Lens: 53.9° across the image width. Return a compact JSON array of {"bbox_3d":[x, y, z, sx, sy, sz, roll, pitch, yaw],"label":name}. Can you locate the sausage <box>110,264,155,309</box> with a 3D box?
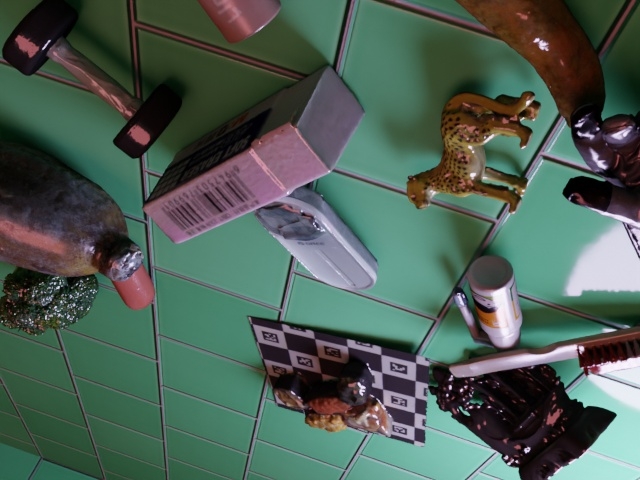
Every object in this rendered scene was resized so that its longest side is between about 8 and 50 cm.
[{"bbox_3d":[-0.340,0.061,1.115,0.062,0.062,0.154,7,139,16],"label":"sausage"}]

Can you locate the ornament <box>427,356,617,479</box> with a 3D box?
[{"bbox_3d":[0.315,0.276,1.059,0.260,0.106,0.251,42,143,18],"label":"ornament"}]

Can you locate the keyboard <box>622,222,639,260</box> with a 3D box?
[{"bbox_3d":[0.411,0.002,0.762,0.064,0.010,0.198,-16,129,34],"label":"keyboard"}]

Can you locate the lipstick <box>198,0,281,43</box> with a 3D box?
[{"bbox_3d":[-0.135,-0.310,0.589,0.070,0.070,0.254,-13,131,34],"label":"lipstick"}]

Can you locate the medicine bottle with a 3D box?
[{"bbox_3d":[0.245,0.104,0.915,0.092,0.061,0.220,10,148,31],"label":"medicine bottle"}]

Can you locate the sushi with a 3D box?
[{"bbox_3d":[0.033,0.309,1.227,0.343,0.064,0.359,11,140,17],"label":"sushi"}]

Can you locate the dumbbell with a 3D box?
[{"bbox_3d":[-0.271,-0.194,0.760,0.191,0.100,0.100,39,137,-22],"label":"dumbbell"}]

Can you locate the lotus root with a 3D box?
[{"bbox_3d":[-0.427,-0.040,0.950,0.350,0.175,0.175,27,141,-7],"label":"lotus root"}]

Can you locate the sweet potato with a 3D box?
[{"bbox_3d":[0.190,-0.202,0.578,0.273,0.075,0.075,36,139,-24],"label":"sweet potato"}]

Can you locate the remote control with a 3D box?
[{"bbox_3d":[0.000,0.000,0.873,0.104,0.052,0.247,0,150,33],"label":"remote control"}]

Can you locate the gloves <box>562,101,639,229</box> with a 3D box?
[{"bbox_3d":[0.348,-0.059,0.629,0.285,0.119,0.142,26,110,-30],"label":"gloves"}]

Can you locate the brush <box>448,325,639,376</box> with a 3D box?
[{"bbox_3d":[0.350,0.177,0.921,0.321,0.050,0.060,-16,148,26],"label":"brush"}]

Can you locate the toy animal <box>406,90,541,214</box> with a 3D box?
[{"bbox_3d":[0.165,-0.104,0.702,0.136,0.073,0.181,14,145,19],"label":"toy animal"}]

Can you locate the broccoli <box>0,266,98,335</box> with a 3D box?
[{"bbox_3d":[-0.509,0.102,1.171,0.156,0.195,0.195,46,149,25],"label":"broccoli"}]

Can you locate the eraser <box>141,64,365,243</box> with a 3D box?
[{"bbox_3d":[-0.089,-0.096,0.775,0.287,0.130,0.086,-19,123,40],"label":"eraser"}]
